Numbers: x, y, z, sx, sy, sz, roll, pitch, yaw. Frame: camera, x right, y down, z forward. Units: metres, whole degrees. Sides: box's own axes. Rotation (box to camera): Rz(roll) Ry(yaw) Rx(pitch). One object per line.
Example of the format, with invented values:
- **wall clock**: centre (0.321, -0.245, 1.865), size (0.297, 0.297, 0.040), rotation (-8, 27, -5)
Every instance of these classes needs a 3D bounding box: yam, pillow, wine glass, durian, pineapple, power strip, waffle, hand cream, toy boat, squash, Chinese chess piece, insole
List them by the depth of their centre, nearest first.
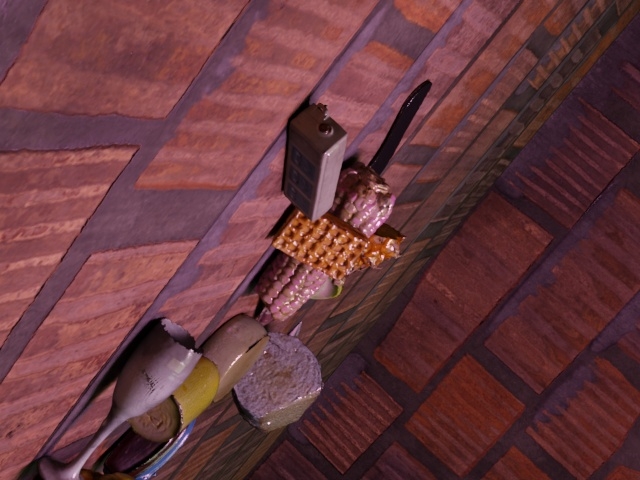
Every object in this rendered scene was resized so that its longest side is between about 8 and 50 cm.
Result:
- **power strip**: centre (-0.011, -0.109, 1.412), size (0.052, 0.078, 0.272), rotation (-41, 167, -19)
- **wine glass**: centre (-0.273, 0.306, 1.435), size (0.309, 0.264, 0.096), rotation (-49, 132, 6)
- **waffle**: centre (0.000, -0.001, 1.649), size (0.102, 0.148, 0.042), rotation (-52, -160, 25)
- **squash**: centre (-0.247, 0.261, 1.678), size (0.123, 0.123, 0.186), rotation (-56, 170, 34)
- **insole**: centre (0.129, -0.179, 1.849), size (0.119, 0.009, 0.348), rotation (-39, 165, -42)
- **toy boat**: centre (-0.322, 0.395, 1.856), size (0.223, 0.100, 0.097), rotation (-42, 158, -15)
- **Chinese chess piece**: centre (-0.185, 0.232, 1.888), size (0.188, 0.083, 0.188), rotation (-48, 167, -15)
- **pillow**: centre (-0.082, 0.117, 1.959), size (0.118, 0.043, 0.185), rotation (-44, 168, -26)
- **pineapple**: centre (0.093, 0.033, 1.978), size (0.250, 0.139, 0.164), rotation (10, 99, -77)
- **durian**: centre (-0.004, 0.086, 2.119), size (0.100, 0.086, 0.215), rotation (-10, 154, -11)
- **yam**: centre (-0.106, 0.327, 2.180), size (0.202, 0.201, 0.271), rotation (-21, 155, -9)
- **hand cream**: centre (-0.115, 0.288, 2.418), size (0.216, 0.038, 0.052), rotation (-46, -167, -35)

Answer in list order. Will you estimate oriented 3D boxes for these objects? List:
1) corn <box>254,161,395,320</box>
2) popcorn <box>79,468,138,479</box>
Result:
- **corn**: centre (0.006, 0.006, 1.747), size (0.335, 0.126, 0.126), rotation (-51, 168, 21)
- **popcorn**: centre (-0.422, 0.525, 1.610), size (0.325, 0.290, 0.321), rotation (-12, 146, 19)
